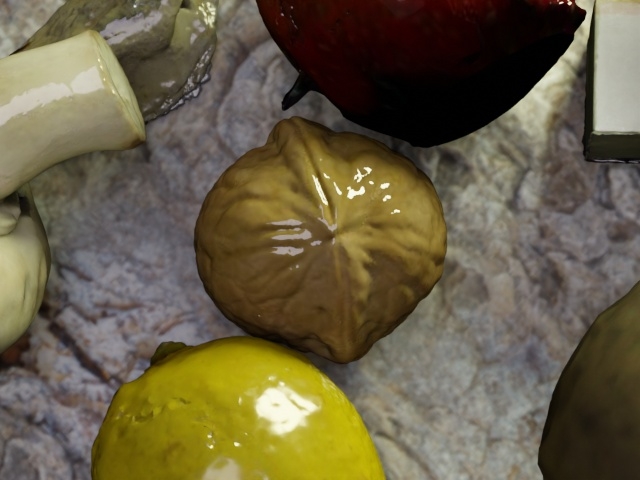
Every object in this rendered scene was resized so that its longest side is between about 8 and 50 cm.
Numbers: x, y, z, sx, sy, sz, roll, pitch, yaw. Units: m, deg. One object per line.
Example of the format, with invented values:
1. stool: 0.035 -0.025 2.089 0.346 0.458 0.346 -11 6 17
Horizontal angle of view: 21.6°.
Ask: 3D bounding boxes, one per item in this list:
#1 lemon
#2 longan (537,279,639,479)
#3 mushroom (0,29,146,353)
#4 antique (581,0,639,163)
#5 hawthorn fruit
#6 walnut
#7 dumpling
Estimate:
1. lemon: -0.066 0.223 1.419 0.260 0.260 0.284 -3 80 4
2. longan: 0.371 0.182 1.340 0.391 0.391 0.391 -1 81 5
3. mushroom: -0.345 -0.042 1.472 0.356 0.315 0.315 -25 78 -31
4. antique: 0.309 -0.146 1.492 0.146 0.152 0.148 0 84 7
5. hawthorn fruit: 0.092 -0.234 1.461 0.316 0.316 0.316 -1 81 5
6. walnut: 0.000 0.000 1.460 0.228 0.228 0.228 -1 81 5
7. dumpling: -0.185 -0.195 1.578 0.166 0.086 0.332 37 90 12
